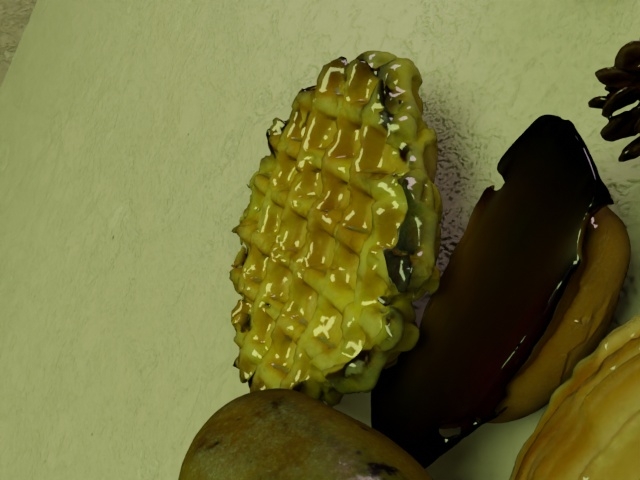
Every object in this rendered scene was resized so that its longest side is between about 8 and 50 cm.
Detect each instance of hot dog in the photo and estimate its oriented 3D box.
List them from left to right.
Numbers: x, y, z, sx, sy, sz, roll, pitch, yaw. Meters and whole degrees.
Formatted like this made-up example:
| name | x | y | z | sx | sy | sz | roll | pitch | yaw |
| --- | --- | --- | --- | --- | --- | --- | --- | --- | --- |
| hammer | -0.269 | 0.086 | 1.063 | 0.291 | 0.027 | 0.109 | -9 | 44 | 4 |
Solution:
| name | x | y | z | sx | sy | sz | roll | pitch | yaw |
| --- | --- | --- | --- | --- | --- | --- | --- | --- | --- |
| hot dog | 0.165 | 0.065 | 0.601 | 0.326 | 0.107 | 0.194 | -55 | 29 | 34 |

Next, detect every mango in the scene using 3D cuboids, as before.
| name | x | y | z | sx | sy | sz | roll | pitch | yaw |
| --- | --- | --- | --- | --- | --- | --- | --- | --- | --- |
| mango | 0.002 | 0.225 | 0.517 | 0.329 | 0.176 | 0.176 | 11 | 88 | 56 |

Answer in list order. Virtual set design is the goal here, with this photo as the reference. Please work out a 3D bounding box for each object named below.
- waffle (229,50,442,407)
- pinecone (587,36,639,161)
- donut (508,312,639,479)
| name | x | y | z | sx | sy | sz | roll | pitch | yaw |
| --- | --- | --- | --- | --- | --- | --- | --- | --- | --- |
| waffle | 0.000 | 0.000 | 0.745 | 0.380 | 0.095 | 0.382 | -37 | 46 | 47 |
| pinecone | 0.301 | -0.091 | 0.491 | 0.163 | 0.163 | 0.165 | -40 | 67 | 27 |
| donut | 0.290 | 0.221 | 0.353 | 0.449 | 0.198 | 0.448 | -18 | 64 | 42 |
